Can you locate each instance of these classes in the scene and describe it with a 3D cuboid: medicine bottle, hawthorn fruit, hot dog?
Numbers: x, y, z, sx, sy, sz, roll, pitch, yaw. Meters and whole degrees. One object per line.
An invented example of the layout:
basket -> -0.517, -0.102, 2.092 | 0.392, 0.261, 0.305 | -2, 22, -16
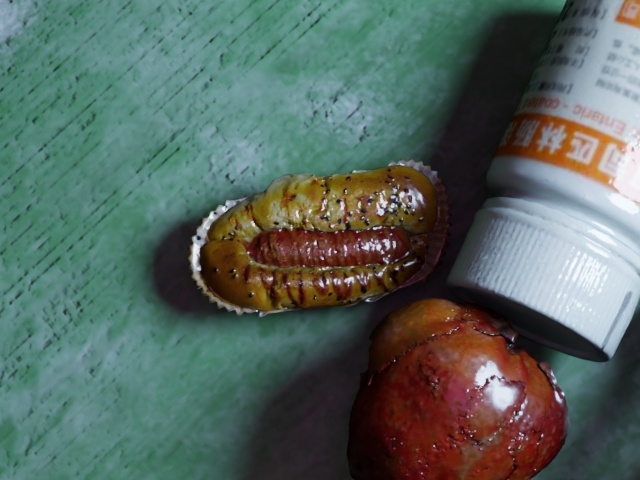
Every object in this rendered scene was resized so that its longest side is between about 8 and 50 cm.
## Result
medicine bottle -> 0.193, -0.052, 1.224 | 0.144, 0.144, 0.252 | 24, 84, 3
hawthorn fruit -> 0.077, 0.124, 1.195 | 0.148, 0.148, 0.172 | 41, 95, 6
hot dog -> 0.000, 0.000, 1.256 | 0.192, 0.053, 0.099 | -11, 77, -5
